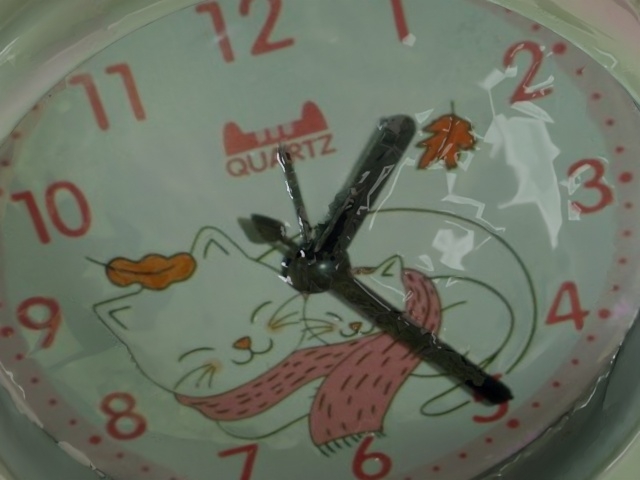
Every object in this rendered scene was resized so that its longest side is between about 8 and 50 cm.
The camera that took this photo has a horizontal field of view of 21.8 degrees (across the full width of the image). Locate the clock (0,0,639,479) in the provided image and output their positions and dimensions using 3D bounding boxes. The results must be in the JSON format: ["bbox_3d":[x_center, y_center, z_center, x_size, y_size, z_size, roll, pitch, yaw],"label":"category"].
[{"bbox_3d":[0.000,0.000,0.500,0.108,0.265,0.324,-99,-4,-56],"label":"clock"}]
